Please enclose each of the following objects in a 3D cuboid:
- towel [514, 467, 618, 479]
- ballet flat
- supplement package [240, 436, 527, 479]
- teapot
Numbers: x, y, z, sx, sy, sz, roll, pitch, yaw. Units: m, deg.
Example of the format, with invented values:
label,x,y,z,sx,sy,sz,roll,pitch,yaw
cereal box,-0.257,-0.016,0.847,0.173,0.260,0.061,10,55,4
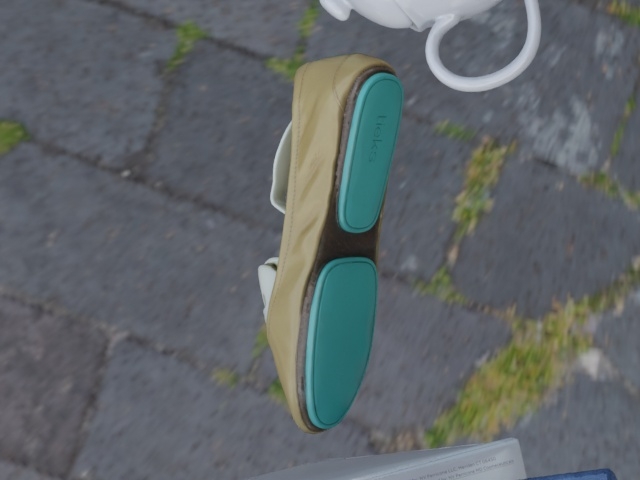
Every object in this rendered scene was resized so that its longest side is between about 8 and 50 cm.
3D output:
label,x,y,z,sx,sy,sz,roll,pitch,yaw
towel,0.111,0.156,1.046,0.119,0.067,0.029,-12,57,22
ballet flat,0.000,0.000,1.167,0.073,0.080,0.232,12,92,37
supplement package,-0.007,0.222,1.209,0.204,0.262,0.145,-11,85,-26
teapot,0.074,-0.281,1.784,0.252,0.256,0.187,39,91,-30
